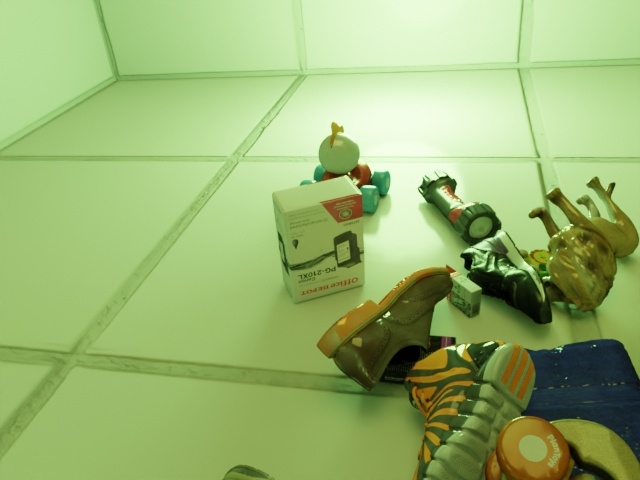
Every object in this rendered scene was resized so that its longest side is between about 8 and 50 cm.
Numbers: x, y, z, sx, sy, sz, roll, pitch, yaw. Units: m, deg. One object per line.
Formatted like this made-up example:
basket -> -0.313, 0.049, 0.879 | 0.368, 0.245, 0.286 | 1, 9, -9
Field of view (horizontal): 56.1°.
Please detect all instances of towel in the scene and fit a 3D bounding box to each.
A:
towel -> 0.393, 0.282, 0.927 | 0.228, 0.076, 0.308 | -7, 31, 12

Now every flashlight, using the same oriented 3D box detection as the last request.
flashlight -> 0.351, -0.096, 1.533 | 0.103, 0.103, 0.304 | 14, 25, -18

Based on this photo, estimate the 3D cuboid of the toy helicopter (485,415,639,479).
toy helicopter -> 0.320, 0.381, 0.679 | 0.235, 0.140, 0.355 | 2, 55, 8

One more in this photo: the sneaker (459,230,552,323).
sneaker -> 0.373, 0.093, 1.237 | 0.124, 0.107, 0.283 | -20, 27, 5

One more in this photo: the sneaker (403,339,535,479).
sneaker -> 0.189, 0.292, 0.911 | 0.321, 0.124, 0.180 | -51, 21, -27

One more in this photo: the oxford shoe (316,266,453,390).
oxford shoe -> 0.152, 0.157, 1.105 | 0.364, 0.130, 0.132 | -26, 67, -42

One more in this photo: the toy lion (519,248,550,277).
toy lion -> 0.489, 0.051, 1.331 | 0.096, 0.034, 0.100 | 0, 31, -4

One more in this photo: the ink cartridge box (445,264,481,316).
ink cartridge box -> 0.285, 0.102, 1.245 | 0.029, 0.062, 0.115 | -17, 32, -22

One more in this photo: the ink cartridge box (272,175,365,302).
ink cartridge box -> 0.000, 0.000, 1.299 | 0.172, 0.237, 0.100 | -14, 34, -13

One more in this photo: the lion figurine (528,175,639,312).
lion figurine -> 0.595, -0.004, 1.288 | 0.392, 0.142, 0.240 | -19, 66, -32

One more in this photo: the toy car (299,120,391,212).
toy car -> 0.062, -0.220, 1.653 | 0.219, 0.237, 0.210 | 8, 34, 22

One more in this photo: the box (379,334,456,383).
box -> 0.165, 0.217, 1.108 | 0.162, 0.029, 0.116 | 4, 31, 13

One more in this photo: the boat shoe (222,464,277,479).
boat shoe -> -0.014, 0.411, 0.745 | 0.356, 0.132, 0.130 | 9, 43, 39
